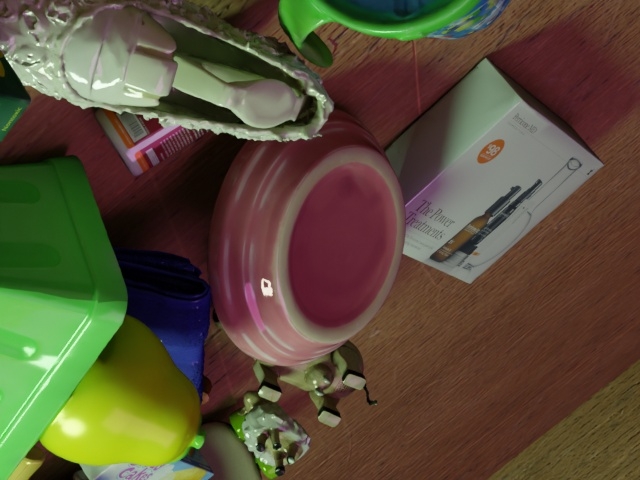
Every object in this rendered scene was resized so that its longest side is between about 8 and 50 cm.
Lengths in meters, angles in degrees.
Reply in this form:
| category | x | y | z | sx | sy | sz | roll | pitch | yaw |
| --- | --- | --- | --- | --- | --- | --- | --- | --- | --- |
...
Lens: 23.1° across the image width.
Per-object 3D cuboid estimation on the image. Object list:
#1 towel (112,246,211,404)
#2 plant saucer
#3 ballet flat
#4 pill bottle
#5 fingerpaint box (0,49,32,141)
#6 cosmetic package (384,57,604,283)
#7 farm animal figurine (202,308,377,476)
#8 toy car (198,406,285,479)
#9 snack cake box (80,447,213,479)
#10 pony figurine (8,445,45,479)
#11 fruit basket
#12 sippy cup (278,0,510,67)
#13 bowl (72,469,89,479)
| category | x | y | z | sx | sy | sz | roll | pitch | yaw |
| --- | --- | --- | --- | --- | --- | --- | --- | --- | --- |
| towel | -0.250 | 0.108 | 1.966 | 0.228 | 0.076 | 0.308 | 11 | 146 | 1 |
| plant saucer | 0.000 | 0.000 | 1.955 | 0.332 | 0.084 | 0.332 | -17 | 113 | -46 |
| ballet flat | -0.144 | -0.177 | 1.546 | 0.409 | 0.147 | 0.147 | 9 | 131 | -42 |
| pill bottle | -0.162 | -0.143 | 1.711 | 0.152 | 0.086 | 0.086 | -32 | 154 | -6 |
| fingerpaint box | -0.530 | -0.037 | 1.354 | 0.445 | 0.163 | 0.371 | -48 | 152 | 24 |
| cosmetic package | 0.228 | -0.089 | 2.274 | 0.284 | 0.097 | 0.377 | -45 | 153 | 13 |
| farm animal figurine | -0.055 | 0.121 | 2.185 | 0.330 | 0.172 | 0.327 | -42 | 112 | 13 |
| toy car | -0.152 | 0.353 | 2.577 | 0.155 | 0.149 | 0.188 | -33 | -177 | 3 |
| snack cake box | -0.272 | 0.280 | 2.229 | 0.089 | 0.152 | 0.264 | -39 | 155 | 5 |
| pony figurine | -0.472 | 0.433 | 2.096 | 0.303 | 0.351 | 0.363 | -10 | 126 | -48 |
| fruit basket | -0.307 | 0.120 | 1.752 | 0.392 | 0.283 | 0.392 | -15 | 141 | -13 |
| sippy cup | 0.110 | -0.309 | 1.629 | 0.306 | 0.240 | 0.224 | -2 | 176 | 20 |
| bowl | -0.314 | 0.426 | 2.361 | 0.298 | 0.298 | 0.134 | 8 | 94 | -55 |
